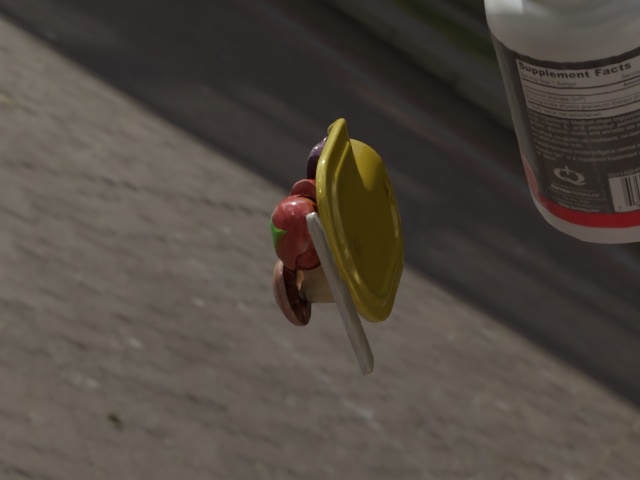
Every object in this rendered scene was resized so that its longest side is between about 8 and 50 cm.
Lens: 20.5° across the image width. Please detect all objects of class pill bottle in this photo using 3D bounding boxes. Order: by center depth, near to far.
[{"bbox_3d":[0.235,-0.165,1.486,0.176,0.176,0.318,44,-20,46],"label":"pill bottle"}]

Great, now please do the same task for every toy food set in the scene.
[{"bbox_3d":[0.000,0.000,1.251,0.218,0.071,0.128,-68,138,-62],"label":"toy food set"}]
